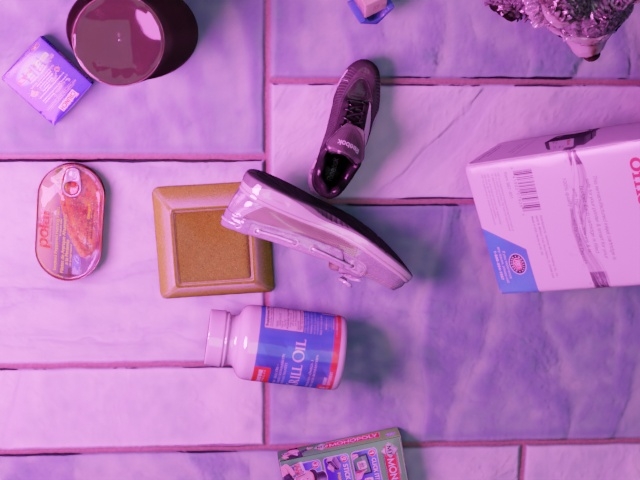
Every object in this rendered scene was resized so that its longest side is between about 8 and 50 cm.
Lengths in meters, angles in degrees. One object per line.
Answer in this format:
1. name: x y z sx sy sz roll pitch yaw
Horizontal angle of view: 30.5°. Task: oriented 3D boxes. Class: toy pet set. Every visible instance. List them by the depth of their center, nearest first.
1. toy pet set: 0.069 -0.396 1.801 0.122 0.065 0.114 -27 73 -7

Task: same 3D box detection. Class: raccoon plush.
1. raccoon plush: 0.301 -0.467 1.680 0.216 0.299 0.446 -35 103 5

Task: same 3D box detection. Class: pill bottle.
1. pill bottle: -0.074 0.170 1.898 0.221 0.124 0.124 7 103 -5

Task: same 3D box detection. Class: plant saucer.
1. plant saucer: -0.172 0.004 1.890 0.188 0.045 0.188 -4 104 -3

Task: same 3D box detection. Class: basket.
1. basket: -0.283 -0.300 1.714 0.204 0.227 0.154 2 104 -6

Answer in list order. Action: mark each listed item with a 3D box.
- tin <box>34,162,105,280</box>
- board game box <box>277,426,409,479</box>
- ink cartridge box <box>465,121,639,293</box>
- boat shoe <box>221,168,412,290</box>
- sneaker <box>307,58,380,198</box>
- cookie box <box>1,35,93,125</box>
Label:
1. tin: -0.399 -0.031 1.869 0.106 0.040 0.190 5 103 -10
2. board game box: 0.060 0.494 2.027 0.213 0.046 0.317 -11 104 -2
3. ink cartridge box: 0.407 -0.050 1.797 0.307 0.129 0.223 -6 107 38
4. boat shoe: -0.001 0.000 1.857 0.320 0.118 0.103 28 103 -21
5. sneaker: 0.045 -0.166 1.833 0.078 0.106 0.234 18 102 -9
6. cookie box: -0.421 -0.247 1.811 0.107 0.040 0.092 43 97 -12
